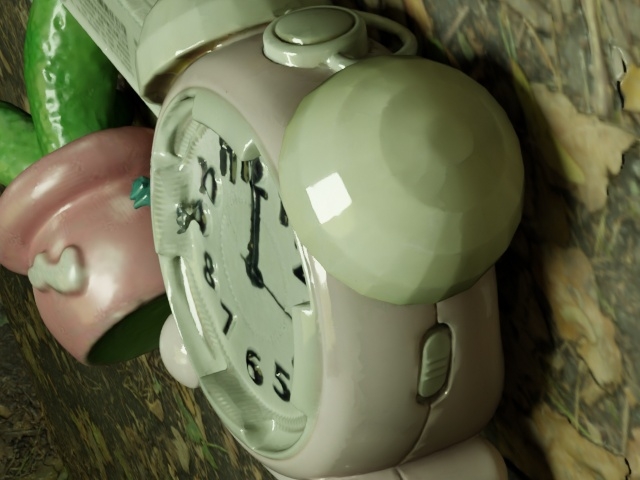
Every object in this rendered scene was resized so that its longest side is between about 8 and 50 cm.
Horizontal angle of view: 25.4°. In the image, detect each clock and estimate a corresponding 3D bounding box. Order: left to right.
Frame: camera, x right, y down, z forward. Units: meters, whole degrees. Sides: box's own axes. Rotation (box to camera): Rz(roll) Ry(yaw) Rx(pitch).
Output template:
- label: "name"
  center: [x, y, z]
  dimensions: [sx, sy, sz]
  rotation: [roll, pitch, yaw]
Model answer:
- label: "clock"
  center: [0.000, 0.000, 0.935]
  dimensions: [0.342, 0.184, 0.325]
  rotation: [35, 140, 46]

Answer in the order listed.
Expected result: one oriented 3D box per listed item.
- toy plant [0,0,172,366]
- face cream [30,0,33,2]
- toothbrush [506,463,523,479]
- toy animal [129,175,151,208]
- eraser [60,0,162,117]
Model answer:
- label: "toy plant"
  center: [-0.224, -0.071, 1.409]
  dimensions: [0.317, 0.211, 0.356]
  rotation: [-44, 63, 33]
- label: "face cream"
  center: [-0.312, -0.300, 1.562]
  dimensions: [0.182, 0.051, 0.072]
  rotation: [54, 155, 34]
- label: "toothbrush"
  center: [0.069, 0.140, 1.107]
  dimensions: [0.413, 0.042, 0.035]
  rotation: [31, 140, 54]
- label: "toy animal"
  center: [-0.060, 0.002, 1.165]
  dimensions: [0.100, 0.103, 0.208]
  rotation: [-33, 113, 33]
- label: "eraser"
  center: [-0.161, -0.223, 1.205]
  dimensions: [0.404, 0.096, 0.098]
  rotation: [50, 155, 39]
